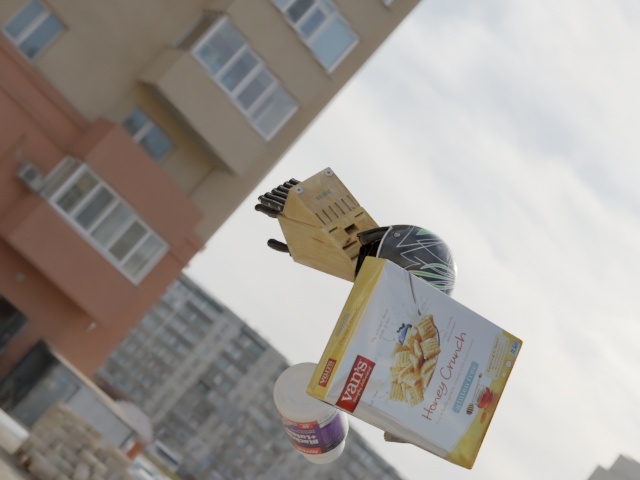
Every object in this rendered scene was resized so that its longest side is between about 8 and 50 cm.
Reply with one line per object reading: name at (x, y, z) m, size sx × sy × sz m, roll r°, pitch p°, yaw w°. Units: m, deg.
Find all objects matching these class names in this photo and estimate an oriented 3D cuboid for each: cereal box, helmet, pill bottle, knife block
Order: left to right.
pill bottle at (-0.011, 0.298, 1.865) m, size 0.108 × 0.108 × 0.193 m, roll 33°, pitch -25°, yaw 31°
knife block at (0.000, 0.000, 1.906) m, size 0.275 × 0.088 × 0.242 m, roll 50°, pitch -26°, yaw 18°
helmet at (0.128, 0.051, 1.685) m, size 0.169 × 0.169 × 0.161 m, roll 47°, pitch -25°, yaw -25°
cereal box at (0.114, 0.144, 1.280) m, size 0.240 × 0.173 × 0.047 m, roll 29°, pitch -11°, yaw -32°

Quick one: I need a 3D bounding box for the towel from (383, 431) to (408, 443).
towel at (0.123, 0.255, 1.547) m, size 0.060 × 0.009 × 0.083 m, roll 8°, pitch -52°, yaw -2°
